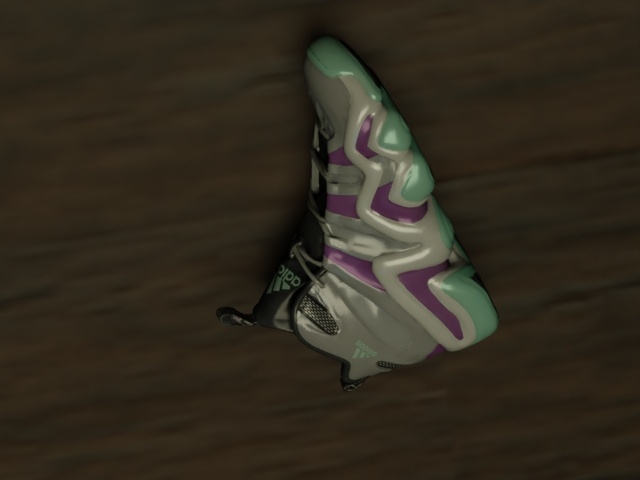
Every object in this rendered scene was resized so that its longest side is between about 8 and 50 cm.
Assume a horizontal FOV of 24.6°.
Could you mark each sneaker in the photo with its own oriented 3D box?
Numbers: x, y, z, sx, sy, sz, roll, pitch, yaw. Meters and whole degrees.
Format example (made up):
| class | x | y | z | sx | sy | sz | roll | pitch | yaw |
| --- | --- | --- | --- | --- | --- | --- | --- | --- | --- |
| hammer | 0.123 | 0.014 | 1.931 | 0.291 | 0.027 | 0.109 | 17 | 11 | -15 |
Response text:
| class | x | y | z | sx | sy | sz | roll | pitch | yaw |
| --- | --- | --- | --- | --- | --- | --- | --- | --- | --- |
| sneaker | 0.000 | 0.000 | 0.392 | 0.069 | 0.038 | 0.098 | -27 | 112 | 3 |
